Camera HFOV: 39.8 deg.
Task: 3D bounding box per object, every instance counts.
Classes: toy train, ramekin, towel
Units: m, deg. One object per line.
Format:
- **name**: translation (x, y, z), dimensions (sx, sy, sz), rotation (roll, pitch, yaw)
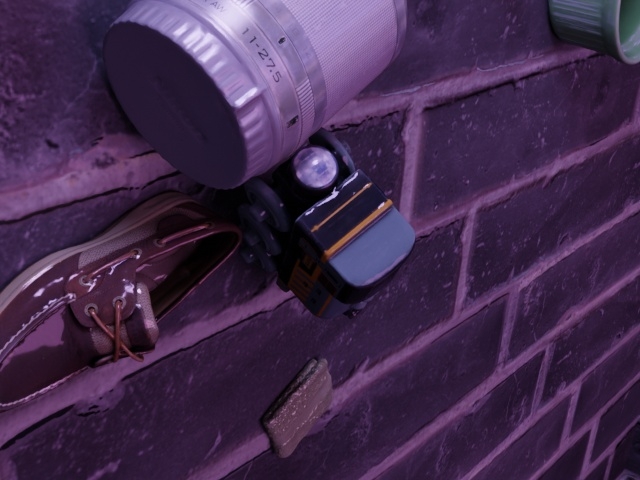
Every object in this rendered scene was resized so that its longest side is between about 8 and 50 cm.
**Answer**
- **toy train**: translation (0.000, 0.000, 1.068), dimensions (0.142, 0.190, 0.334), rotation (-38, 172, -17)
- **ramekin**: translation (0.552, -0.492, 1.649), dimensions (0.303, 0.148, 0.303), rotation (-30, 131, -42)
- **towel**: translation (-0.031, 0.265, 1.404), dimensions (0.148, 0.027, 0.110), rotation (-45, 139, -29)

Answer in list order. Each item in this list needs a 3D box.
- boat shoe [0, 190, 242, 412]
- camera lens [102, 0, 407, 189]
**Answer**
- **boat shoe**: translation (-0.222, 0.069, 0.952), dimensions (0.342, 0.123, 0.123), rotation (-39, 136, -35)
- **camera lens**: translation (-0.059, -0.212, 0.928), dimensions (0.274, 0.219, 0.219), rotation (-45, 140, -28)
